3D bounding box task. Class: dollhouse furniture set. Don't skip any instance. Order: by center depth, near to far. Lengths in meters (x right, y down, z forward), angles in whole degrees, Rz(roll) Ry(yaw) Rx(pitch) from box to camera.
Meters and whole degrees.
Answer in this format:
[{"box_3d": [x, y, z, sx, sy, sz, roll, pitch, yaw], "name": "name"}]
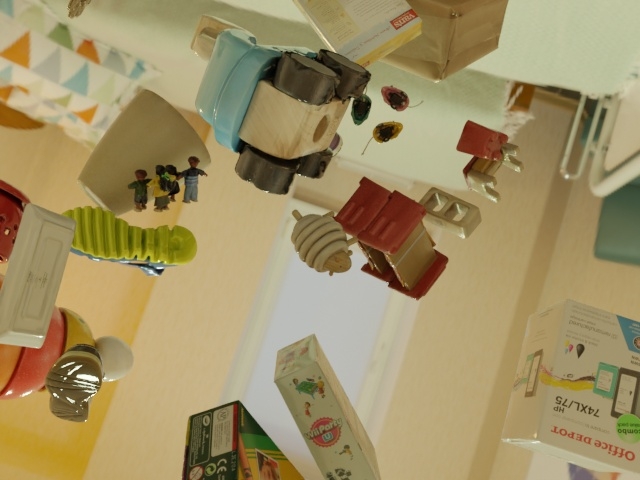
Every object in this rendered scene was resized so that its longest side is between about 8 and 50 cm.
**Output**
[{"box_3d": [0.213, -0.092, 1.303, 0.152, 0.374, 0.201, 30, 163, 36], "name": "dollhouse furniture set"}]

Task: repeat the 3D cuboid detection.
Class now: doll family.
[{"box_3d": [-0.337, -0.129, 1.515, 0.076, 0.111, 0.193, 19, -154, 27], "name": "doll family"}]

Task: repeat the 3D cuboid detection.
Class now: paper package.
[{"box_3d": [0.217, -0.514, 1.525, 0.325, 0.168, 0.309, 29, -139, 26], "name": "paper package"}]

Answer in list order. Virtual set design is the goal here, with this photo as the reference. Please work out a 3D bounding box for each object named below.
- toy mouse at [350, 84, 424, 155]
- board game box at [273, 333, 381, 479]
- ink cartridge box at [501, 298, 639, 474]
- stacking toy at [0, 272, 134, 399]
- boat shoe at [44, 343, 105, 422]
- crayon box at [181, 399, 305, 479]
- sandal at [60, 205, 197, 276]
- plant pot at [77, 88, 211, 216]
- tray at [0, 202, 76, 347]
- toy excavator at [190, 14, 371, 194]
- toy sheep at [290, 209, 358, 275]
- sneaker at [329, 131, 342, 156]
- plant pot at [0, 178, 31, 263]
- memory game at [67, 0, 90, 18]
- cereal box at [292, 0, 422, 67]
[{"box_3d": [0.116, -0.267, 1.337, 0.143, 0.161, 0.031, 57, -160, -20], "name": "toy mouse"}, {"box_3d": [0.016, 0.366, 1.392, 0.098, 0.303, 0.224, -26, -174, 1], "name": "board game box"}, {"box_3d": [0.497, 0.283, 1.298, 0.198, 0.270, 0.197, 18, 163, 1], "name": "ink cartridge box"}, {"box_3d": [-0.678, 0.256, 1.644, 0.480, 0.350, 0.351, 20, 173, -42], "name": "stacking toy"}, {"box_3d": [-0.255, 0.141, 0.709, 0.056, 0.049, 0.152, 17, 139, -16], "name": "boat shoe"}, {"box_3d": [-0.098, 0.488, 1.046, 0.106, 0.362, 0.313, -20, 130, 12], "name": "crayon box"}, {"box_3d": [-0.453, 0.017, 1.553, 0.318, 0.126, 0.138, 17, 147, -25], "name": "sandal"}, {"box_3d": [-0.465, -0.194, 1.710, 0.256, 0.274, 0.256, 39, 162, 15], "name": "plant pot"}, {"box_3d": [-0.549, 0.074, 1.324, 0.030, 0.270, 0.145, 8, 170, 22], "name": "tray"}, {"box_3d": [-0.137, -0.318, 1.294, 0.445, 0.222, 0.433, 32, -156, 13], "name": "toy excavator"}, {"box_3d": [0.000, 0.000, 1.047, 0.132, 0.091, 0.091, 46, -175, 25], "name": "toy sheep"}, {"box_3d": [-0.088, -0.290, 1.819, 0.283, 0.107, 0.124, 0, 153, 29], "name": "sneaker"}, {"box_3d": [-0.815, -0.059, 1.647, 0.191, 0.174, 0.191, 16, 160, 6], "name": "plant pot"}, {"box_3d": [-0.411, -0.486, 1.238, 0.012, 0.186, 0.186, 30, 169, -16], "name": "memory game"}, {"box_3d": [0.065, -0.460, 1.343, 0.240, 0.173, 0.047, 57, 177, 18], "name": "cereal box"}]
